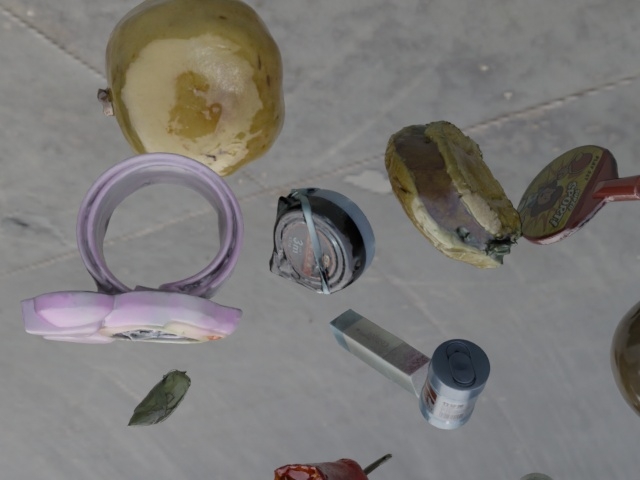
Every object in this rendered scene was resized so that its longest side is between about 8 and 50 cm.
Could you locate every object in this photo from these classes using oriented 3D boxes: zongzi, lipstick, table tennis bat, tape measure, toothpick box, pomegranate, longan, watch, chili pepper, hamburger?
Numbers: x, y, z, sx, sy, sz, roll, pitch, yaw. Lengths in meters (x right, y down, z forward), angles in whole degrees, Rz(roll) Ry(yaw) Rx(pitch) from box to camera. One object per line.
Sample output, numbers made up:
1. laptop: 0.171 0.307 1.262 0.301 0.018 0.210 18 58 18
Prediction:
1. zongzi: -0.278 0.274 1.679 0.055 0.109 0.119 39 -173 10
2. lipstick: 0.132 0.236 2.061 0.317 0.066 0.068 28 146 56
3. table tennis bat: 0.440 -0.079 1.634 0.038 0.200 0.310 34 166 -18
4. tape measure: 0.004 0.002 1.659 0.181 0.107 0.182 28 132 22
5. toothpick box: 0.229 0.250 1.670 0.101 0.101 0.153 4 143 -2
6. pomegranate: -0.217 -0.260 1.627 0.333 0.332 0.332 3 154 1
7. longan: 0.573 0.188 1.468 0.258 0.258 0.258 3 154 1
8. watch: -0.216 0.014 1.165 0.249 0.217 0.211 3 168 -6
9. chili pepper: 0.031 0.518 1.998 0.135 0.131 0.338 -10 167 26
10. hamburger: 0.210 -0.089 1.625 0.211 0.308 0.132 25 124 -39

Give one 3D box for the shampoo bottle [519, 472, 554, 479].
1. shampoo bottle: 0.385 0.471 1.723 0.085 0.085 0.262 -3 179 13
